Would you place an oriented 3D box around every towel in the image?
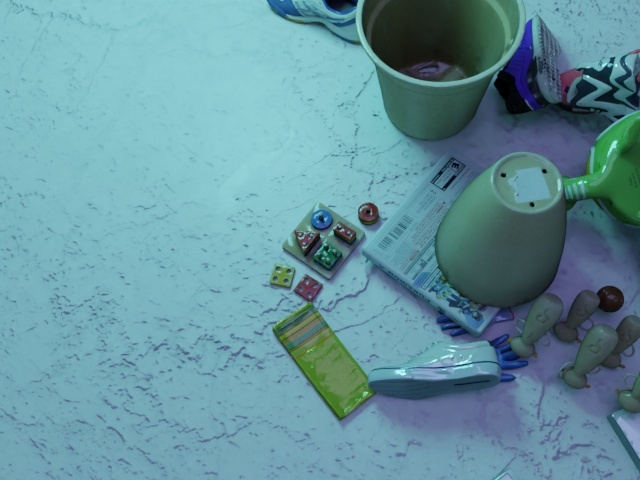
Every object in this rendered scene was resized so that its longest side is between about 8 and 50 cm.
[{"bbox_3d":[0.007,0.240,1.512,0.102,0.021,0.237,-36,69,-9],"label":"towel"}]

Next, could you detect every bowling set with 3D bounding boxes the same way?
[{"bbox_3d":[0.538,0.194,1.446,0.287,0.154,0.200,35,39,19],"label":"bowling set"}]

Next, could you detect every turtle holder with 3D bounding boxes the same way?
[{"bbox_3d":[0.638,-0.122,1.498,0.320,0.227,0.243,-44,94,-1],"label":"turtle holder"}]

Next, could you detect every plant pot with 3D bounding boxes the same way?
[{"bbox_3d":[0.247,-0.383,1.601,0.333,0.305,0.334,-2,67,4],"label":"plant pot"},{"bbox_3d":[0.364,-0.041,1.417,0.256,0.274,0.257,0,63,0],"label":"plant pot"}]

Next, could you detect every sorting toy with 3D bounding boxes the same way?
[{"bbox_3d":[0.000,0.000,1.600,0.132,0.046,0.274,34,74,17],"label":"sorting toy"}]

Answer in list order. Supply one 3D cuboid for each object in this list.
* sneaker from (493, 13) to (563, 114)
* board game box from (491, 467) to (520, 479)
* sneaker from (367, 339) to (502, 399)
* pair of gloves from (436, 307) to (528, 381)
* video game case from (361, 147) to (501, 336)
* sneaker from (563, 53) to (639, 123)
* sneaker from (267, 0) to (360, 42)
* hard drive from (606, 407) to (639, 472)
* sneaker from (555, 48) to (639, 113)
[{"bbox_3d":[0.462,-0.397,1.701,0.146,0.102,0.293,-25,37,36],"label":"sneaker"},{"bbox_3d":[0.356,0.590,1.321,0.193,0.053,0.305,-33,69,-10],"label":"board game box"},{"bbox_3d":[0.220,0.248,1.455,0.258,0.094,0.091,-6,50,10],"label":"sneaker"},{"bbox_3d":[0.325,0.194,1.507,0.159,0.023,0.198,-11,68,-1],"label":"pair of gloves"},{"bbox_3d":[0.303,-0.007,1.574,0.300,0.036,0.329,36,69,17],"label":"video game case"},{"bbox_3d":[0.609,-0.301,1.606,0.153,0.235,0.094,9,64,32],"label":"sneaker"},{"bbox_3d":[-0.003,-0.591,1.803,0.296,0.131,0.112,23,73,15],"label":"sneaker"},{"bbox_3d":[0.731,0.354,1.400,0.307,0.040,0.203,-24,68,-7],"label":"hard drive"},{"bbox_3d":[0.666,-0.377,1.659,0.313,0.136,0.116,-9,67,1],"label":"sneaker"}]
